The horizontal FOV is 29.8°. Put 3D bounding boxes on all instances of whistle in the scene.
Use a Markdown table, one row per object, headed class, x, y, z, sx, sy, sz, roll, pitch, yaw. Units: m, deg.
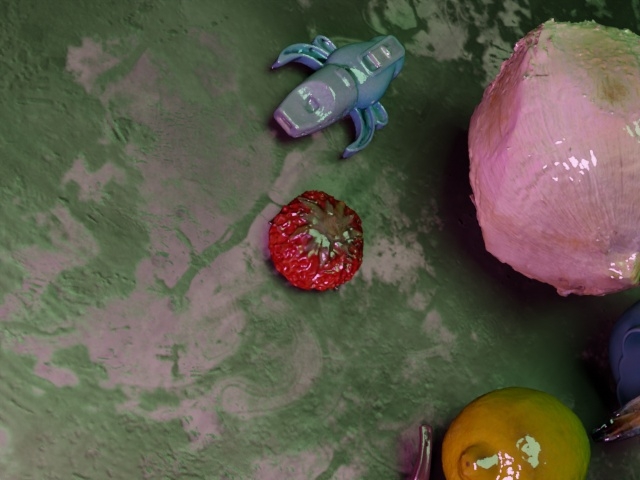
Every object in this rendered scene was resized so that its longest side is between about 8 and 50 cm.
| class | x | y | z | sx | sy | sz | roll | pitch | yaw |
| --- | --- | --- | --- | --- | --- | --- | --- | --- | --- |
| whistle | 0.037 | -0.232 | 1.787 | 0.274 | 0.093 | 0.186 | -37 | 88 | -36 |

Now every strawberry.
| class | x | y | z | sx | sy | sz | roll | pitch | yaw |
| --- | --- | --- | --- | --- | --- | --- | --- | --- | --- |
| strawberry | 0.000 | 0.000 | 1.645 | 0.145 | 0.086 | 0.145 | 14 | 58 | -24 |

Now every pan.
| class | x | y | z | sx | sy | sz | roll | pitch | yaw |
| --- | --- | --- | --- | --- | --- | --- | --- | --- | --- |
| pan | 0.125 | 0.345 | 1.569 | 0.115 | 0.040 | 0.212 | 14 | 66 | -24 |

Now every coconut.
| class | x | y | z | sx | sy | sz | roll | pitch | yaw |
| --- | --- | --- | --- | --- | --- | --- | --- | --- | --- |
| coconut | 0.410 | -0.090 | 1.760 | 0.404 | 0.404 | 0.405 | 14 | 59 | -25 |

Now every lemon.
| class | x | y | z | sx | sy | sz | roll | pitch | yaw |
| --- | --- | --- | --- | --- | --- | --- | --- | --- | --- |
| lemon | 0.264 | 0.287 | 1.602 | 0.248 | 0.184 | 0.184 | -7 | 70 | -44 |

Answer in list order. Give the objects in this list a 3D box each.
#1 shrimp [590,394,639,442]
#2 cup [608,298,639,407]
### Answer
| class | x | y | z | sx | sy | sz | roll | pitch | yaw |
| --- | --- | --- | --- | --- | --- | --- | --- | --- | --- |
| shrimp | 0.450 | 0.324 | 1.638 | 0.071 | 0.365 | 0.233 | 39 | 29 | -69 |
| cup | 0.569 | 0.176 | 1.799 | 0.257 | 0.290 | 0.219 | -29 | 45 | -27 |
